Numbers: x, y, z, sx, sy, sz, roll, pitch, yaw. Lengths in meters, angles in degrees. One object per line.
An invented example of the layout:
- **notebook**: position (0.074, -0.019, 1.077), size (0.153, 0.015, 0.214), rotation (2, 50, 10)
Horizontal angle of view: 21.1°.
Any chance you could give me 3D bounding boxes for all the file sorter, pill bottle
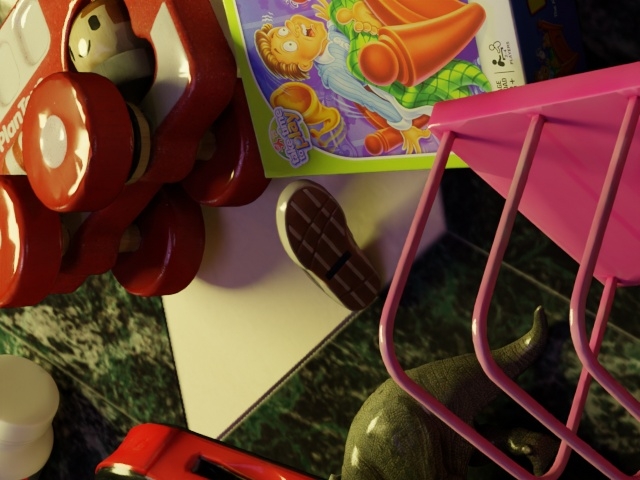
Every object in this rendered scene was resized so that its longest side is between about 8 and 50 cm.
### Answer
- **file sorter**: position (0.209, 0.029, 0.958), size (0.290, 0.182, 0.202), rotation (-8, 144, 44)
- **pill bottle**: position (-0.303, 0.191, 1.564), size (0.108, 0.108, 0.180), rotation (44, 131, 16)

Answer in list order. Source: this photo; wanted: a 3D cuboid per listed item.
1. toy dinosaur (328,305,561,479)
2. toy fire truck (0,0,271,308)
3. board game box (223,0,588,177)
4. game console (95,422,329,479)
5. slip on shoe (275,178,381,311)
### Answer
- **toy dinosaur**: position (0.072, 0.172, 1.244), size (0.160, 0.121, 0.314), rotation (27, 129, 12)
- **toy fire truck**: position (-0.179, -0.103, 1.315), size (0.302, 0.169, 0.254), rotation (-48, 57, 41)
- **board game box**: position (0.034, -0.220, 1.129), size (0.233, 0.078, 0.347), rotation (-2, 108, 40)
- **game console**: position (0.039, 0.279, 1.224), size (0.386, 0.060, 0.342), rotation (17, 147, 28)
- **slip on shoe**: position (0.000, 0.000, 1.245), size (0.041, 0.051, 0.135), rotation (39, 173, 44)
